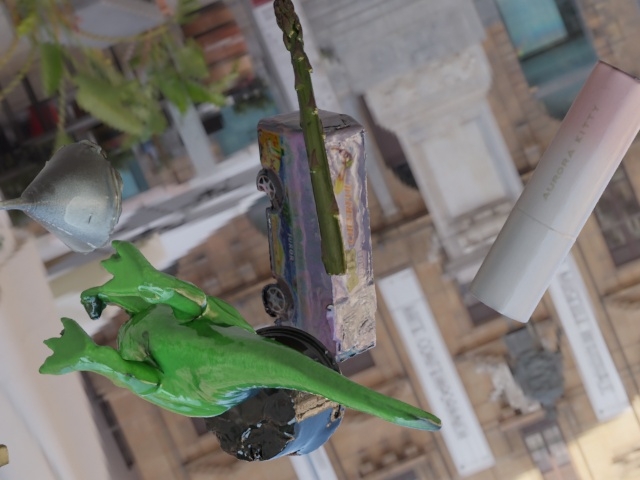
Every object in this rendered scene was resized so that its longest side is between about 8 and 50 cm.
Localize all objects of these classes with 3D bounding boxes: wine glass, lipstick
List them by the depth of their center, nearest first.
[{"bbox_3d":[-0.376,-0.045,1.527,0.156,0.156,0.232,-19,174,36],"label":"wine glass"},{"bbox_3d":[0.299,-0.059,1.530,0.327,0.087,0.087,-62,179,10],"label":"lipstick"}]

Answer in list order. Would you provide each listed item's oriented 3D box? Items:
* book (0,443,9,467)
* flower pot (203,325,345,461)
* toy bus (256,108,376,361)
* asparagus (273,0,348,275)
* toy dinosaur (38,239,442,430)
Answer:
[{"bbox_3d":[-0.469,0.250,1.318,0.230,0.026,0.161,-2,-167,33],"label":"book"},{"bbox_3d":[-0.063,0.183,1.410,0.157,0.157,0.107,-21,179,26],"label":"flower pot"},{"bbox_3d":[0.000,0.000,1.540,0.112,0.317,0.138,-19,-158,-35],"label":"toy bus"},{"bbox_3d":[-0.008,-0.091,1.038,0.025,0.249,0.024,-12,176,16],"label":"asparagus"},{"bbox_3d":[-0.070,0.151,1.236,0.500,0.144,0.374,20,168,27],"label":"toy dinosaur"}]
